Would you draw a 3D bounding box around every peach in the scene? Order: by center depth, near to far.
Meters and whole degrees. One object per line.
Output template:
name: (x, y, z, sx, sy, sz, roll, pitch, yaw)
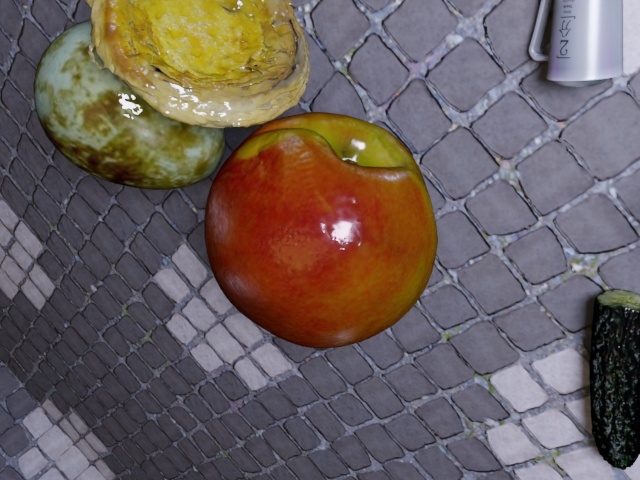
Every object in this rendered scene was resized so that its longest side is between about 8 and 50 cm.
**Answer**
peach: (0.000, 0.000, 0.775, 0.308, 0.308, 0.332, 34, 140, 12)

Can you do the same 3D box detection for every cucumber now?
cucumber: (0.397, 0.199, 0.771, 0.072, 0.072, 0.299, 5, 118, 31)

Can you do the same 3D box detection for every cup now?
cup: (0.269, -0.227, 0.617, 0.104, 0.074, 0.116, 26, 130, 55)

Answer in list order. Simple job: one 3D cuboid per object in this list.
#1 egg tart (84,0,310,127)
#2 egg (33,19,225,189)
egg tart: (-0.159, -0.250, 0.758, 0.291, 0.291, 0.107, 46, 151, 2)
egg: (-0.278, -0.196, 0.878, 0.290, 0.238, 0.238, 35, 134, -19)
